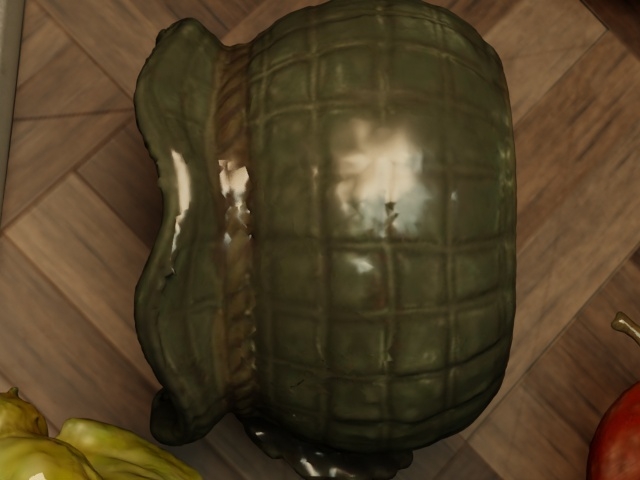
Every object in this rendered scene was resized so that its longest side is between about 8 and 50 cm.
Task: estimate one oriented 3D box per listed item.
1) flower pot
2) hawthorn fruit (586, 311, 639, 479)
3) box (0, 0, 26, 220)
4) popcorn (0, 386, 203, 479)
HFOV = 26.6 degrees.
[{"bbox_3d":[0.000,0.000,0.841,0.213,0.302,0.302,0,76,-2],"label":"flower pot"},{"bbox_3d":[0.269,0.158,0.915,0.205,0.205,0.253,-18,79,-20],"label":"hawthorn fruit"},{"bbox_3d":[-0.254,-0.104,0.900,0.103,0.055,0.244,7,74,-15],"label":"box"},{"bbox_3d":[-0.158,0.203,0.749,0.276,0.276,0.225,-12,75,-19],"label":"popcorn"}]
